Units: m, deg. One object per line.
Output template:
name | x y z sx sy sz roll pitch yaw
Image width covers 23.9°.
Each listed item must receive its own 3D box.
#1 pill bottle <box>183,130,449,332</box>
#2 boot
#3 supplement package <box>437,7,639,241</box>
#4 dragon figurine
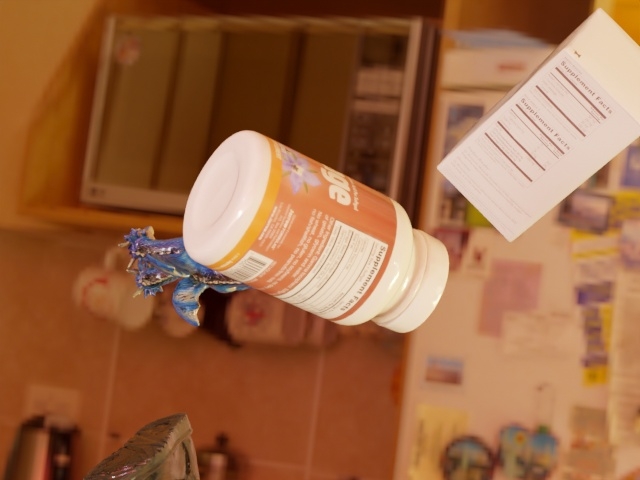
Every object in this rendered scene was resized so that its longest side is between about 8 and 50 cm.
pill bottle | 0.000 0.000 1.304 0.216 0.121 0.121 25 -12 -27
boot | -0.175 0.331 1.768 0.094 0.207 0.246 -19 5 15
supplement package | 0.282 -0.137 1.818 0.244 0.134 0.139 -44 2 42
dragon figurine | -0.133 0.035 1.653 0.144 0.085 0.289 -27 23 -10
